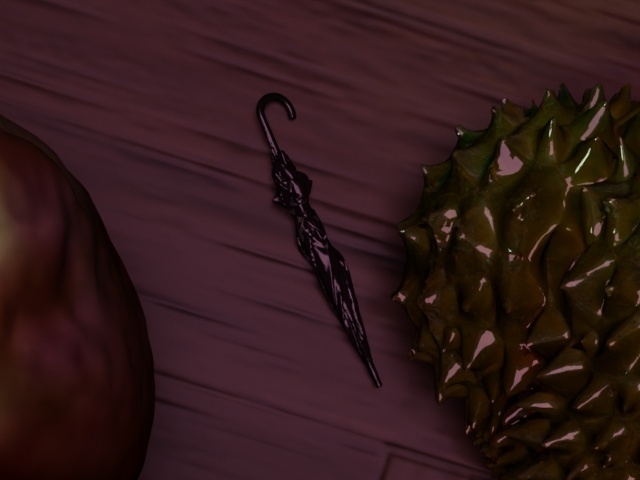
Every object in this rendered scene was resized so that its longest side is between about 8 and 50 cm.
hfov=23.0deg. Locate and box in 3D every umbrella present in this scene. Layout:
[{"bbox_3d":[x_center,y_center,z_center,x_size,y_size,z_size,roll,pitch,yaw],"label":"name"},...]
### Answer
[{"bbox_3d":[-0.003,0.001,0.608,0.022,0.013,0.122,-16,83,-28],"label":"umbrella"}]

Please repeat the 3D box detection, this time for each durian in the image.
[{"bbox_3d":[0.081,0.013,0.560,0.108,0.119,0.187,21,83,-6],"label":"durian"}]

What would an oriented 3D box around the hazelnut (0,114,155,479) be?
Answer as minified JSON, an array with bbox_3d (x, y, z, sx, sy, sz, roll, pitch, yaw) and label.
[{"bbox_3d":[-0.168,0.033,0.504,0.261,0.261,0.241,36,49,0],"label":"hazelnut"}]
